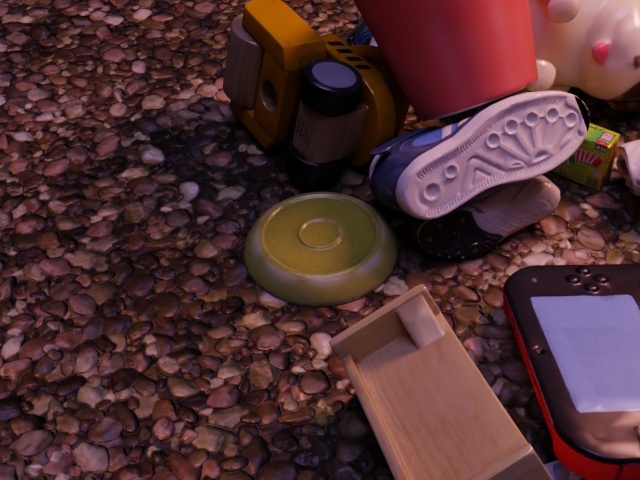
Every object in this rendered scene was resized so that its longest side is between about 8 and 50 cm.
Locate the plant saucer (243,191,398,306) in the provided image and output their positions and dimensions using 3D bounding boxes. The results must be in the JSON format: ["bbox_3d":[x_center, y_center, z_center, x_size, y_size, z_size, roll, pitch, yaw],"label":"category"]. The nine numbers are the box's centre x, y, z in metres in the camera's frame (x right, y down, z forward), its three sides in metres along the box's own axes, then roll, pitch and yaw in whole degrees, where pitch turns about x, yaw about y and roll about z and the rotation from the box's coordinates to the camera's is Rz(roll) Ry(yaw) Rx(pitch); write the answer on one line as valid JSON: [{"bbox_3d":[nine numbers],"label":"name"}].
[{"bbox_3d":[0.000,0.000,1.516,0.240,0.037,0.241,-1,45,1],"label":"plant saucer"}]

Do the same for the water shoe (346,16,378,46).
[{"bbox_3d":[0.090,-0.359,1.871,0.080,0.073,0.203,-14,37,20],"label":"water shoe"}]

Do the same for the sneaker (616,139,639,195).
[{"bbox_3d":[0.561,-0.159,1.599,0.169,0.108,0.292,-12,17,25],"label":"sneaker"}]

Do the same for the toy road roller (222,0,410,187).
[{"bbox_3d":[0.008,-0.259,1.675,0.240,0.203,0.329,-19,50,-33],"label":"toy road roller"}]

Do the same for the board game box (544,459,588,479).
[{"bbox_3d":[0.287,0.407,1.076,0.389,0.050,0.390,-14,45,-12],"label":"board game box"}]

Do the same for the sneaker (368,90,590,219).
[{"bbox_3d":[0.224,-0.148,1.536,0.322,0.130,0.236,-28,19,-6],"label":"sneaker"}]

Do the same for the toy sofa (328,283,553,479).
[{"bbox_3d":[0.150,0.228,1.160,0.150,0.177,0.362,-32,31,3],"label":"toy sofa"}]

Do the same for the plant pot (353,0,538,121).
[{"bbox_3d":[0.207,-0.330,1.534,0.274,0.243,0.275,-20,9,3],"label":"plant pot"}]

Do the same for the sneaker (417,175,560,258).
[{"bbox_3d":[0.252,-0.038,1.523,0.237,0.085,0.086,-21,21,-13],"label":"sneaker"}]

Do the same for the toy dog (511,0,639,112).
[{"bbox_3d":[0.423,-0.363,1.740,0.407,0.285,0.395,24,17,26],"label":"toy dog"}]

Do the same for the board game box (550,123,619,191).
[{"bbox_3d":[0.388,-0.158,1.620,0.181,0.092,0.043,26,50,26],"label":"board game box"}]

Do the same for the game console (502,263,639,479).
[{"bbox_3d":[0.433,0.151,1.282,0.341,0.060,0.387,-5,34,-1],"label":"game console"}]
